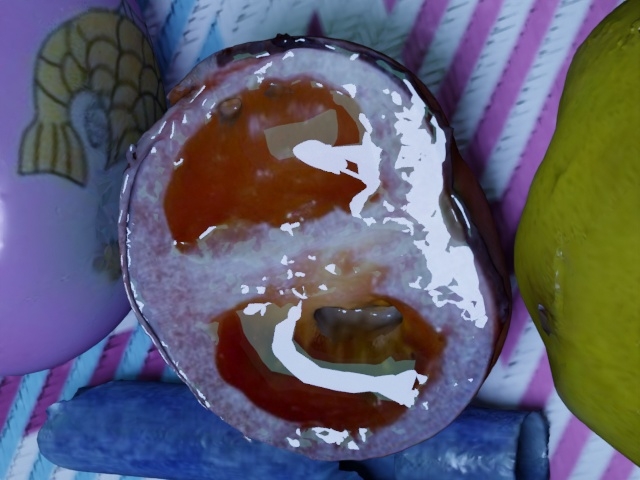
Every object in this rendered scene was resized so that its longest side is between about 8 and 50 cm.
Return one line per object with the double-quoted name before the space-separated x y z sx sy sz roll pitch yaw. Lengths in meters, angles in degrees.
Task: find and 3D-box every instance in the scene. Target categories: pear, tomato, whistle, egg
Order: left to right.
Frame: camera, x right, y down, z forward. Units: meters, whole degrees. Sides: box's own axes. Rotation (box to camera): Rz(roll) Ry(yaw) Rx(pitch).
"egg" -0.183 -0.059 1.033 0.196 0.196 0.271 -8 95 26
"whistle" -0.021 0.115 1.046 0.304 0.062 0.062 2 95 25
"tomato" 0.000 0.000 0.990 0.199 0.112 0.228 -14 97 15
"pear" 0.254 0.005 0.783 0.336 0.285 0.285 19 102 29
